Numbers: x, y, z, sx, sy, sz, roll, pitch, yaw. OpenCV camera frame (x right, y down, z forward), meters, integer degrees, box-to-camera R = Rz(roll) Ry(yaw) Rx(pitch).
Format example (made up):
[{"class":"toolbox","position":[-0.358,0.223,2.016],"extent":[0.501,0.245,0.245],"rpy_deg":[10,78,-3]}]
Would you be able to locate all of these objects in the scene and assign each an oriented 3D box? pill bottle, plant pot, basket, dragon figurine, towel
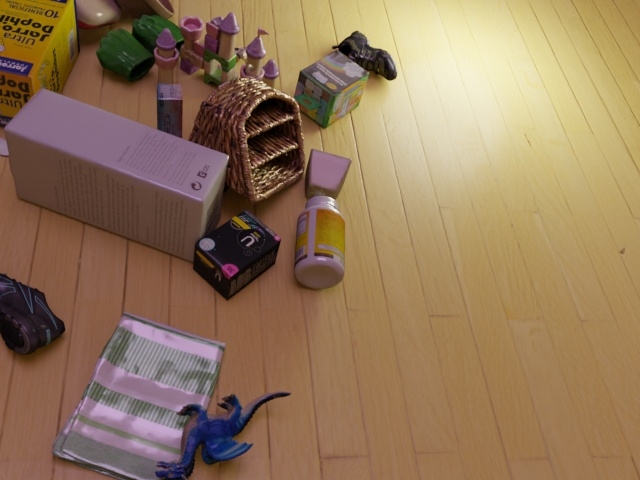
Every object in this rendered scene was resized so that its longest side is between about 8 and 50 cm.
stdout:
[{"class":"pill bottle","position":[0.000,0.000,1.646],"extent":[0.117,0.117,0.215],"rpy_deg":[9,51,-8]},{"class":"plant pot","position":[0.012,-0.156,1.786],"extent":[0.109,0.109,0.096],"rpy_deg":[15,63,-3]},{"class":"basket","position":[-0.147,-0.261,1.703],"extent":[0.223,0.213,0.299],"rpy_deg":[34,30,12]},{"class":"plant pot","position":[-0.550,-0.741,2.058],"extent":[0.110,0.237,0.237],"rpy_deg":[-34,60,9]},{"class":"dragon figurine","position":[-0.185,0.374,1.312],"extent":[0.289,0.085,0.144],"rpy_deg":[-6,69,-31]},{"class":"towel","position":[-0.344,0.308,1.368],"extent":[0.248,0.038,0.325],"rpy_deg":[18,50,-1]}]

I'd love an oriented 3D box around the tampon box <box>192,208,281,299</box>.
[{"class":"tampon box","position":[-0.191,0.030,1.582],"extent":[0.120,0.101,0.161],"rpy_deg":[39,54,17]}]

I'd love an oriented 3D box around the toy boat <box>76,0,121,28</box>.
[{"class":"toy boat","position":[-0.686,-0.662,1.984],"extent":[0.151,0.151,0.231],"rpy_deg":[55,19,-14]}]

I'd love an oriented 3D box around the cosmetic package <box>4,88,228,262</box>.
[{"class":"cosmetic package","position":[-0.454,-0.143,1.572],"extent":[0.453,0.230,0.161],"rpy_deg":[20,50,1]}]

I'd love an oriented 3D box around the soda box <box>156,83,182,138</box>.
[{"class":"soda box","position":[-0.380,-0.306,1.746],"extent":[0.063,0.183,0.058],"rpy_deg":[-1,53,-14]}]

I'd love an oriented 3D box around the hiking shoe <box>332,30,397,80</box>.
[{"class":"hiking shoe","position":[0.139,-0.553,2.152],"extent":[0.114,0.086,0.227],"rpy_deg":[-35,61,-19]}]

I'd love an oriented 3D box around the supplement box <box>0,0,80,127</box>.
[{"class":"supplement box","position":[-0.765,-0.473,1.771],"extent":[0.194,0.195,0.356],"rpy_deg":[10,51,-7]}]

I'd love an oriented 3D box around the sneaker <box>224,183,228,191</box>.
[{"class":"sneaker","position":[-0.322,-0.183,1.743],"extent":[0.211,0.080,0.081],"rpy_deg":[24,38,-3]}]

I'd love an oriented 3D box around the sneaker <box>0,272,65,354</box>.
[{"class":"sneaker","position":[-0.634,0.128,1.416],"extent":[0.267,0.101,0.106],"rpy_deg":[41,32,19]}]

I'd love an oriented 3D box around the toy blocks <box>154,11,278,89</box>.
[{"class":"toy blocks","position":[-0.263,-0.533,1.905],"extent":[0.289,0.260,0.309],"rpy_deg":[32,52,12]}]

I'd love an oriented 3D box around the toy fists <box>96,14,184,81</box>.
[{"class":"toy fists","position":[-0.507,-0.552,1.967],"extent":[0.142,0.096,0.279],"rpy_deg":[41,52,6]}]

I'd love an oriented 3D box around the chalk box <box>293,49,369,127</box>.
[{"class":"chalk box","position":[0.013,-0.421,1.973],"extent":[0.132,0.132,0.213],"rpy_deg":[40,55,16]}]

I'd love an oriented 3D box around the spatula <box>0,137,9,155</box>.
[{"class":"spatula","position":[-0.875,-0.227,1.664],"extent":[0.242,0.019,0.168],"rpy_deg":[27,52,7]}]
